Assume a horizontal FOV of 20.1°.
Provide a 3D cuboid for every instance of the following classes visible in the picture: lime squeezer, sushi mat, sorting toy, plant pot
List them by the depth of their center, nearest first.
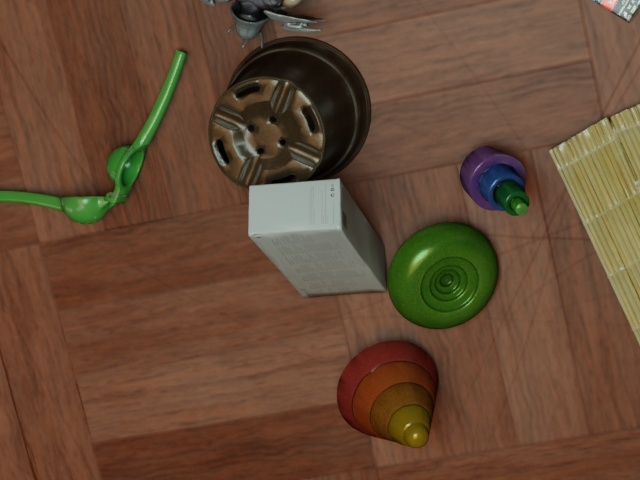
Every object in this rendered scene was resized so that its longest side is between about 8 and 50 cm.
[{"bbox_3d":[-0.040,-0.126,1.929,0.167,0.165,0.167,2,104,10],"label":"plant pot"},{"bbox_3d":[0.139,0.082,1.945,0.127,0.126,0.365,17,108,-22],"label":"sorting toy"},{"bbox_3d":[0.379,0.006,1.953,0.151,0.019,0.316,-24,98,15],"label":"sushi mat"},{"bbox_3d":[-0.248,-0.088,2.048,0.310,0.059,0.110,-33,65,18],"label":"lime squeezer"}]

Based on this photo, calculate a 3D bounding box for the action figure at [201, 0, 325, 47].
[{"bbox_3d":[-0.047,-0.339,1.919,0.185,0.099,0.285,15,110,0],"label":"action figure"}]

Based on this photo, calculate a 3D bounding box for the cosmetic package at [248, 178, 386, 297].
[{"bbox_3d":[0.000,0.000,1.917,0.099,0.239,0.060,-6,72,11],"label":"cosmetic package"}]

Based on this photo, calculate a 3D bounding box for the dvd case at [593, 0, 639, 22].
[{"bbox_3d":[0.298,-0.296,1.899,0.119,0.013,0.087,31,107,1],"label":"dvd case"}]
